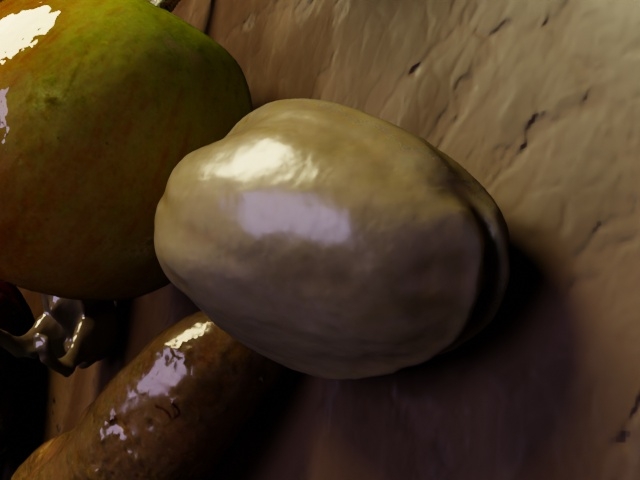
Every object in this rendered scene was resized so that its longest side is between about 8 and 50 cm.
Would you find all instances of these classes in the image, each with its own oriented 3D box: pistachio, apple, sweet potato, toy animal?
[{"bbox_3d":[0.000,0.000,0.411,0.185,0.108,0.126,0,95,49],"label":"pistachio"},{"bbox_3d":[-0.133,-0.063,0.570,0.196,0.196,0.196,-29,54,50],"label":"apple"},{"bbox_3d":[-0.128,0.146,0.574,0.341,0.092,0.114,-40,21,44],"label":"sweet potato"},{"bbox_3d":[-0.197,-0.008,0.726,0.093,0.186,0.214,-8,92,26],"label":"toy animal"}]

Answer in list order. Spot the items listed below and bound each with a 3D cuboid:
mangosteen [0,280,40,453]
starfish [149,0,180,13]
[{"bbox_3d":[-0.354,0.139,0.858,0.235,0.235,0.261,46,160,55],"label":"mangosteen"},{"bbox_3d":[-0.162,-0.140,0.667,0.053,0.208,0.176,42,143,14],"label":"starfish"}]
